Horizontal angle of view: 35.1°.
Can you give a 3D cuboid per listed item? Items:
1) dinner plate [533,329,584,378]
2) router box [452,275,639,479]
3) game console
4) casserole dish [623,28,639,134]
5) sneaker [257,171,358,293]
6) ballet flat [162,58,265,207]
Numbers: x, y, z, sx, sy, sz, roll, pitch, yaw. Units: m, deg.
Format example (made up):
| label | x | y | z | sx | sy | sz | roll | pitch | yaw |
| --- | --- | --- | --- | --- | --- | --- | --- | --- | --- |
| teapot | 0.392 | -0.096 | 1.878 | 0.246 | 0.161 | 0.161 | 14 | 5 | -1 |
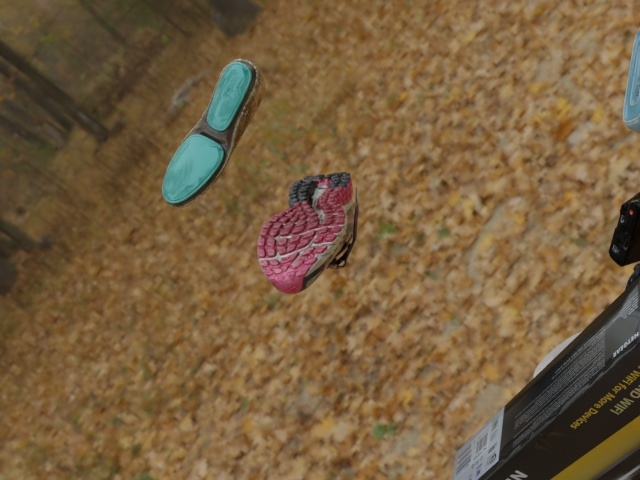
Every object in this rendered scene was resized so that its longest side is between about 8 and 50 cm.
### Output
| label | x | y | z | sx | sy | sz | roll | pitch | yaw |
| --- | --- | --- | --- | --- | --- | --- | --- | --- | --- |
| dinner plate | 0.273 | 0.107 | 0.992 | 0.141 | 0.017 | 0.141 | -24 | 11 | 5 |
| router box | 0.296 | 0.197 | 0.909 | 0.309 | 0.243 | 0.081 | -57 | 10 | 42 |
| game console | 0.531 | 0.040 | 1.565 | 0.044 | 0.213 | 0.361 | -125 | 27 | -43 |
| casserole dish | 0.464 | -0.233 | 1.427 | 0.114 | 0.037 | 0.188 | 167 | 111 | -88 |
| sneaker | 0.000 | 0.000 | 1.425 | 0.120 | 0.112 | 0.299 | -6 | 22 | 18 |
| ballet flat | -0.126 | -0.128 | 1.272 | 0.206 | 0.073 | 0.067 | -57 | -18 | 9 |
